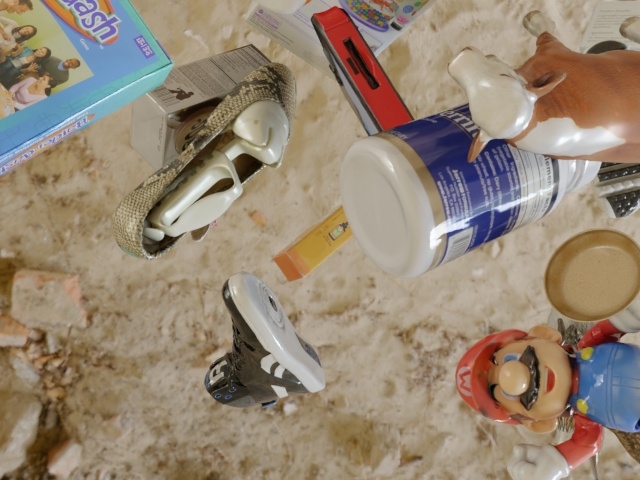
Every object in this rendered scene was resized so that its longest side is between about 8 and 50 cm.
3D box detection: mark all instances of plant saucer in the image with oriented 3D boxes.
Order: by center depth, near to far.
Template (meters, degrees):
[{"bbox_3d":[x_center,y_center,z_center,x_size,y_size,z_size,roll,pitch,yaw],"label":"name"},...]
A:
[{"bbox_3d":[0.225,0.030,0.567,0.083,0.083,0.015,-36,134,22],"label":"plant saucer"}]

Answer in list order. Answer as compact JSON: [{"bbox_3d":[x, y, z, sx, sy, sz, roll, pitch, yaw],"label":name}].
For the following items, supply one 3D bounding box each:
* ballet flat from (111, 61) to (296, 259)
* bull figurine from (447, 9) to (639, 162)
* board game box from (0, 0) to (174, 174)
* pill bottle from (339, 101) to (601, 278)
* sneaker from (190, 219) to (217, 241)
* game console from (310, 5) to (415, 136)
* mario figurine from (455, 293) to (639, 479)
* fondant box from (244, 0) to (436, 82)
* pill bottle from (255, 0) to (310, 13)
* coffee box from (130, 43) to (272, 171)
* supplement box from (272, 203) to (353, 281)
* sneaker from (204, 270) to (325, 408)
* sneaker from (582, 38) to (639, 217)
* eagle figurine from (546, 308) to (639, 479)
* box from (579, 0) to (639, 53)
[{"bbox_3d":[-0.182,-0.138,1.309,0.483,0.182,0.164,-46,129,-10],"label":"ballet flat"},{"bbox_3d":[0.248,-0.136,0.638,0.311,0.188,0.101,7,133,-11],"label":"bull figurine"},{"bbox_3d":[-0.229,-0.126,0.447,0.160,0.210,0.047,56,156,-6],"label":"board game box"},{"bbox_3d":[0.167,-0.072,0.752,0.265,0.153,0.153,-22,122,-23],"label":"pill bottle"},{"bbox_3d":[-0.278,-0.035,1.665,0.042,0.118,0.067,10,149,7],"label":"sneaker"},{"bbox_3d":[0.108,-0.179,1.179,0.060,0.342,0.386,-28,74,1],"label":"game console"},{"bbox_3d":[0.283,0.157,0.736,0.321,0.198,0.170,-5,128,40],"label":"mario figurine"},{"bbox_3d":[0.048,-0.456,1.253,0.238,0.096,0.330,29,146,-22],"label":"fondant box"},{"bbox_3d":[0.020,-0.314,0.635,0.221,0.121,0.121,-39,115,-17],"label":"pill bottle"},{"bbox_3d":[-0.232,-0.273,1.429,0.119,0.297,0.168,44,141,21],"label":"coffee box"},{"bbox_3d":[0.000,0.000,1.649,0.078,0.233,0.080,55,150,-7],"label":"supplement box"},{"bbox_3d":[-0.084,0.125,0.749,0.121,0.079,0.217,-22,137,8],"label":"sneaker"},{"bbox_3d":[0.488,-0.184,1.170,0.110,0.118,0.292,-7,93,1],"label":"sneaker"},{"bbox_3d":[0.416,0.255,1.048,0.298,0.226,0.225,32,112,-20],"label":"eagle figurine"},{"bbox_3d":[0.584,-0.328,1.255,0.181,0.119,0.182,13,155,35],"label":"box"}]
